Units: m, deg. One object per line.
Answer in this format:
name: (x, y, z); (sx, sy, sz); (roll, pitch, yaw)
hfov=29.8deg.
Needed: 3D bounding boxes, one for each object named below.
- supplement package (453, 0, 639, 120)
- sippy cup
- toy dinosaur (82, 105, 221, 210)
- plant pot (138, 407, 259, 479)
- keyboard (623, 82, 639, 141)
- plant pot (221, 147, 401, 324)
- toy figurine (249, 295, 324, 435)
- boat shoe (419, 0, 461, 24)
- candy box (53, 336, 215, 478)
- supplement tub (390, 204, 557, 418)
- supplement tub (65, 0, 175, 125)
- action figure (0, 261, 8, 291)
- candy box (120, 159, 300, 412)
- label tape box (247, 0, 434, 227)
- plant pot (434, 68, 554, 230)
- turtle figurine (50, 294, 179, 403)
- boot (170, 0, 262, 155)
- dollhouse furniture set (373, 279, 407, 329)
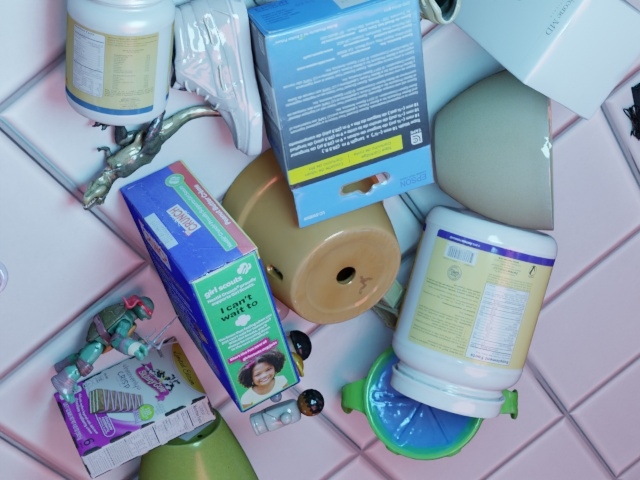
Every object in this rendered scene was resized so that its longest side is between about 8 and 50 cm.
supplement package: (0.332, -0.350, 1.840); (0.175, 0.293, 0.177); (20, 113, -41)
sippy cup: (0.213, 0.314, 2.353); (0.240, 0.305, 0.224); (-53, 164, -2)
toy dinosaur: (-0.267, -0.157, 1.802); (0.268, 0.064, 0.118); (-35, 142, -8)
plant pot: (-0.228, 0.459, 2.220); (0.275, 0.275, 0.293); (-17, 116, -19)
keyboard: (0.640, -0.231, 2.313); (0.100, 0.038, 0.192); (-33, 135, -4)
plant pot: (0.000, 0.000, 1.990); (0.291, 0.203, 0.290); (-16, 131, -19)
toy figurine: (-0.084, 0.216, 2.110); (0.148, 0.209, 0.213); (-22, 136, 0)
boat shoe: (0.173, -0.455, 1.727); (0.113, 0.103, 0.302); (-20, 133, -17)
candy box: (-0.318, 0.283, 2.059); (0.233, 0.159, 0.071); (-25, 136, -13)
supplement tub: (0.263, 0.123, 2.124); (0.241, 0.241, 0.331); (11, 98, -37)
supplement tub: (-0.272, -0.273, 1.636); (0.144, 0.144, 0.199); (-9, 129, -26)
action figure: (-0.670, 0.156, 1.768); (0.370, 0.248, 0.275); (-55, 177, 35)
candy box: (-0.170, 0.071, 1.896); (0.122, 0.268, 0.317); (-30, 136, -12)
label tape box: (0.034, -0.213, 1.823); (0.241, 0.106, 0.333); (-19, 127, -14)
plant pot: (0.293, -0.156, 2.030); (0.191, 0.284, 0.284); (-1, 135, 12)
turtle figurine: (-0.335, 0.167, 1.989); (0.234, 0.118, 0.175); (-37, 177, 2)
boot: (-0.162, -0.235, 1.777); (0.123, 0.095, 0.258); (-14, 118, -13)
dollhouse furniture set: (0.154, 0.065, 2.245); (0.161, 0.101, 0.182); (-56, 138, -15)
